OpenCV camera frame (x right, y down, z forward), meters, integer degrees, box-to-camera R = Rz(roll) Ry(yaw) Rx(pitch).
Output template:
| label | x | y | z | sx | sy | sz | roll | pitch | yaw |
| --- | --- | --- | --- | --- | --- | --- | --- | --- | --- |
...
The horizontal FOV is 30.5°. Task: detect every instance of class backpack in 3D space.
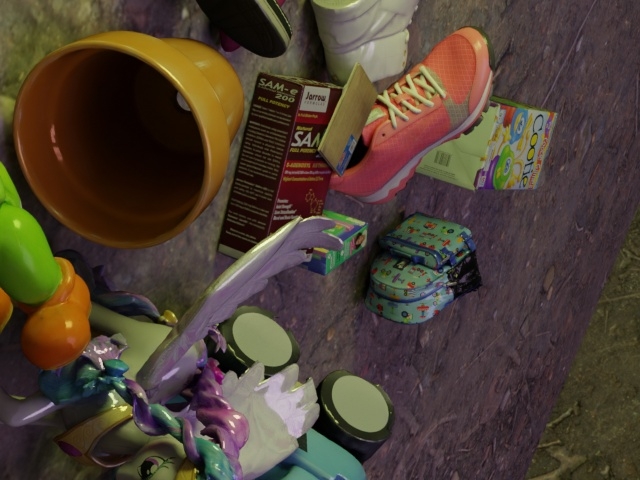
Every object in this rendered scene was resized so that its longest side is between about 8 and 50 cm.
| label | x | y | z | sx | sy | sz | roll | pitch | yaw |
| --- | --- | --- | --- | --- | --- | --- | --- | --- | --- |
| backpack | 0.151 | 0.051 | 1.891 | 0.173 | 0.158 | 0.116 | -35 | 130 | -30 |

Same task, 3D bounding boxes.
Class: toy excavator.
| label | x | y | z | sx | sy | sz | roll | pitch | yaw |
| --- | --- | --- | --- | --- | --- | --- | --- | --- | --- |
| toy excavator | -0.166 | 0.276 | 1.310 | 0.222 | 0.433 | 0.445 | -52 | -171 | 36 |

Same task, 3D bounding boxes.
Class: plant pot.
| label | x | y | z | sx | sy | sz | roll | pitch | yaw |
| --- | --- | --- | --- | --- | --- | --- | --- | --- | --- |
| plant pot | -0.169 | -0.120 | 1.175 | 0.188 | 0.205 | 0.205 | -51 | 151 | -60 |

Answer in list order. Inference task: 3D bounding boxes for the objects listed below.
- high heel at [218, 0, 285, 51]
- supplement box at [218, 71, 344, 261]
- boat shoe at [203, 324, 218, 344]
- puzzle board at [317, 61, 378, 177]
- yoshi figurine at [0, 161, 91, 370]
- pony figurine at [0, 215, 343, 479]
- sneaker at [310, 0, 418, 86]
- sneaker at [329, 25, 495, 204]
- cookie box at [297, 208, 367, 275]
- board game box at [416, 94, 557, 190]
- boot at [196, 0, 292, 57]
| label | x | y | z | sx | sy | sz | roll | pitch | yaw |
| --- | --- | --- | --- | --- | --- | --- | --- | --- | --- |
| high heel | -0.047 | -0.324 | 1.385 | 0.117 | 0.082 | 0.244 | -55 | -172 | 54 |
| supplement box | -0.045 | -0.091 | 1.521 | 0.130 | 0.073 | 0.239 | -7 | 113 | -59 |
| boat shoe | -0.110 | 0.142 | 1.561 | 0.068 | 0.081 | 0.227 | -59 | 158 | -24 |
| puzzle board | 0.035 | -0.156 | 1.533 | 0.128 | 0.011 | 0.096 | -66 | 157 | -10 |
| yoshi figurine | -0.329 | -0.024 | 0.934 | 0.204 | 0.203 | 0.362 | -38 | 129 | -20 |
| pony figurine | -0.161 | 0.132 | 1.153 | 0.351 | 0.364 | 0.302 | -41 | 140 | -42 |
| sneaker | 0.099 | -0.328 | 1.595 | 0.292 | 0.108 | 0.169 | -41 | 144 | -27 |
| sneaker | 0.116 | -0.167 | 1.621 | 0.136 | 0.116 | 0.314 | 5 | 134 | -50 |
| cookie box | 0.000 | 0.000 | 1.641 | 0.107 | 0.092 | 0.040 | -36 | 135 | -46 |
| board game box | 0.266 | -0.168 | 1.943 | 0.275 | 0.144 | 0.142 | -5 | 112 | -60 |
| boot | -0.075 | -0.328 | 1.228 | 0.236 | 0.085 | 0.178 | 50 | 57 | -26 |
